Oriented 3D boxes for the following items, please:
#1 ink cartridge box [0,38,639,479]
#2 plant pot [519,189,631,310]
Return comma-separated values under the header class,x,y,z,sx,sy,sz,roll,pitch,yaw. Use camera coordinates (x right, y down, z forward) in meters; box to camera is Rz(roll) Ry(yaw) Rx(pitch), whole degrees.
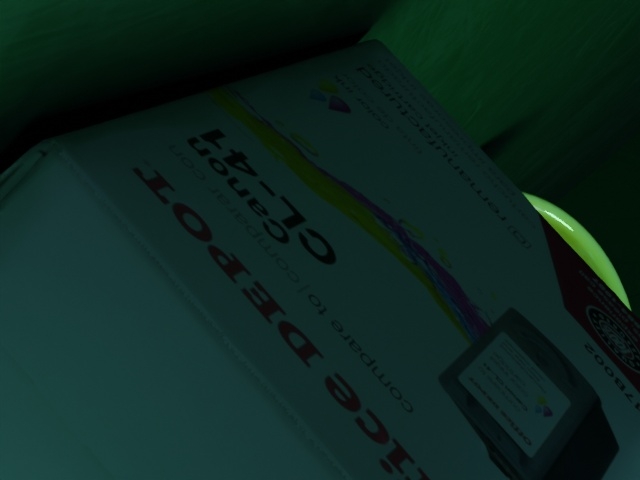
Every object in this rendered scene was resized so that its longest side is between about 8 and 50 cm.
class,x,y,z,sx,sy,sz,roll,pitch,yaw
ink cartridge box,0.003,0.057,0.742,0.131,0.226,0.306,-44,174,22
plant pot,0.099,0.104,1.691,0.254,0.254,0.239,-37,-173,-33
